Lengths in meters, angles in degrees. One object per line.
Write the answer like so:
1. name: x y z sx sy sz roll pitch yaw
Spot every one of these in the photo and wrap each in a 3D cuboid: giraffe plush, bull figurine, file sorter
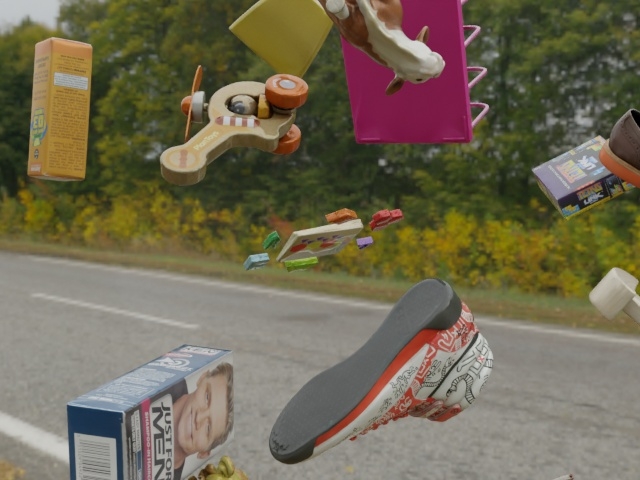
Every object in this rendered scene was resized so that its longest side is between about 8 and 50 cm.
1. giraffe plush: -0.158 0.472 1.477 0.181 0.170 0.210 -34 -16 -4
2. bull figurine: 0.044 -0.328 1.086 0.101 0.310 0.188 -34 -19 9
3. file sorter: 0.165 -0.330 1.417 0.202 0.291 0.182 3 27 27

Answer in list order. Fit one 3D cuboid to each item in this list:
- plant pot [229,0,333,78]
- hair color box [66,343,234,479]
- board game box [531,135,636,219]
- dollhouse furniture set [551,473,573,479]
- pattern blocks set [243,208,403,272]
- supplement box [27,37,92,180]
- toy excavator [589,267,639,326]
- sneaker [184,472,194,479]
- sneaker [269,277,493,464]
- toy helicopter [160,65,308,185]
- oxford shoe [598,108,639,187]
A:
1. plant pot: -0.074 -0.537 2.114 0.212 0.187 0.212 41 18 -10
2. hair color box: -0.260 0.297 1.374 0.105 0.174 0.347 3 9 20
3. board game box: 0.472 -0.115 1.519 0.141 0.048 0.170 -26 21 8
4. dollhouse furniture set: 0.454 0.574 1.682 0.183 0.129 0.129 -8 36 -29
5. pattern blocks set: 0.000 0.000 1.902 0.325 0.026 0.285 -4 -25 -38
6. supplement box: -0.444 -0.220 1.445 0.080 0.233 0.078 1 1 -40
7. toy excavator: 0.737 0.274 1.619 0.433 0.222 0.445 32 21 -10
8. sneaker: -0.348 0.540 1.825 0.086 0.085 0.237 11 10 11
9. sneaker: 0.080 0.181 0.953 0.270 0.145 0.090 -44 32 -7
10. toy helicopter: -0.195 -0.216 1.605 0.235 0.140 0.355 25 43 16
11. oxford shoe: 0.550 -0.101 1.238 0.271 0.098 0.097 28 45 15
